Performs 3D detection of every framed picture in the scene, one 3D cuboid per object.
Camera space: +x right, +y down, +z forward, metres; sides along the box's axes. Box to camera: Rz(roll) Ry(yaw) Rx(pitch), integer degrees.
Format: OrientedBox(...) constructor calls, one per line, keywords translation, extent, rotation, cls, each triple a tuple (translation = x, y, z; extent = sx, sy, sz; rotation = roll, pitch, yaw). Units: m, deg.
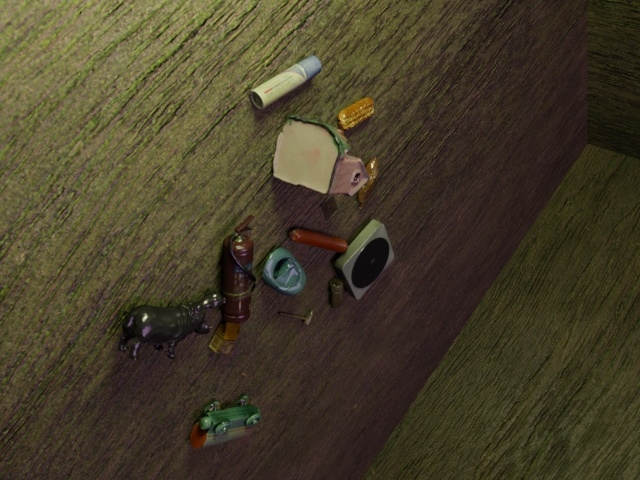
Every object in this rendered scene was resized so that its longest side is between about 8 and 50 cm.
OrientedBox(translation=(0.035, -0.120, 2.004), extent=(0.066, 0.006, 0.089), rotation=(-48, 143, -17), cls="framed picture")

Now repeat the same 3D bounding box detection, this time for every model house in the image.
OrientedBox(translation=(0.024, -0.257, 1.711), extent=(0.237, 0.236, 0.203), rotation=(-5, 111, -54), cls="model house")

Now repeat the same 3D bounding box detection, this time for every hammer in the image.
OrientedBox(translation=(-0.092, 0.280, 2.116), extent=(0.195, 0.028, 0.060), rotation=(23, 90, -53), cls="hammer")

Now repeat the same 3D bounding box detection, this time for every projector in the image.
OrientedBox(translation=(0.179, 0.077, 2.255), extent=(0.259, 0.079, 0.257), rotation=(-48, 142, -17), cls="projector")

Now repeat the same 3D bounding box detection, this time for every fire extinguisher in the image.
OrientedBox(translation=(-0.248, 0.089, 1.728), extent=(0.141, 0.105, 0.342), rotation=(-40, 144, -54), cls="fire extinguisher")

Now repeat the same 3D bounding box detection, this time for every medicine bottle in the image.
OrientedBox(translation=(-0.095, -0.449, 1.570), extent=(0.231, 0.059, 0.059), rotation=(-40, 140, -26), cls="medicine bottle")

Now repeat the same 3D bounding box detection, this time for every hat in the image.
OrientedBox(translation=(-0.136, 0.106, 1.901), extent=(0.191, 0.077, 0.138), rotation=(49, 65, -34), cls="hat")

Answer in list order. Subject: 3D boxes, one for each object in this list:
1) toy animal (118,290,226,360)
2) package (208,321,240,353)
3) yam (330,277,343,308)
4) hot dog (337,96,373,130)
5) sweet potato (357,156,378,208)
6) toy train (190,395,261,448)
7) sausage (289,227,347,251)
OrientedBox(translation=(-0.427, 0.247, 1.617), extent=(0.343, 0.106, 0.169), rotation=(-9, 114, -55), cls="toy animal")
OrientedBox(translation=(-0.311, 0.312, 1.848), extent=(0.071, 0.047, 0.131), rotation=(25, 95, -52), cls="package")
OrientedBox(translation=(0.065, 0.215, 2.235), extent=(0.054, 0.054, 0.133), rotation=(-32, 138, -34), cls="yam")
OrientedBox(translation=(0.117, -0.424, 1.859), extent=(0.165, 0.045, 0.071), rotation=(-36, 140, -31), cls="hot dog")
OrientedBox(translation=(0.173, -0.212, 2.062), extent=(0.059, 0.068, 0.206), rotation=(2, 120, -25), cls="sweet potato")
OrientedBox(translation=(-0.344, 0.672, 2.021), extent=(0.285, 0.116, 0.177), rotation=(9, 120, -54), cls="toy train")
OrientedBox(translation=(0.000, 0.000, 2.005), extent=(0.347, 0.053, 0.053), rotation=(14, 103, -53), cls="sausage")
